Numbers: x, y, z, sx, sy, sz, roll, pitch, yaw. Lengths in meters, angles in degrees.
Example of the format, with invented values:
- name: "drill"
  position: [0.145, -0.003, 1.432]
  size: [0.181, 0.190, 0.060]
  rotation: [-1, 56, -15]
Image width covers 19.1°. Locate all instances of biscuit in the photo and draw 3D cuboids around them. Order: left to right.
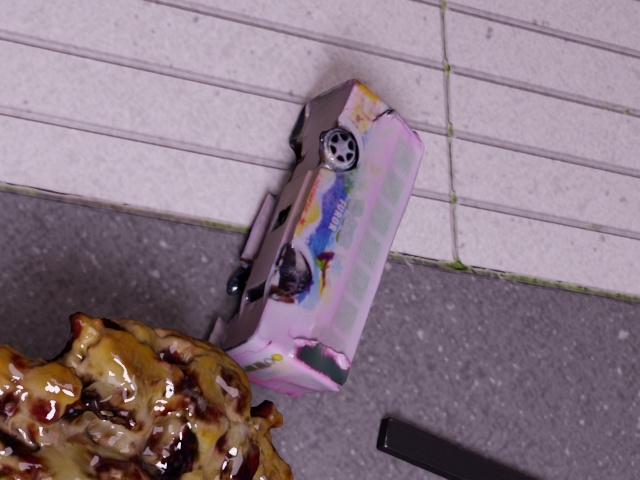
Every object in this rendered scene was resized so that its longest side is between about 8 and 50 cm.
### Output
- name: "biscuit"
  position: [-0.144, 0.201, 1.381]
  size: [0.334, 0.081, 0.289]
  rotation: [28, 79, -37]

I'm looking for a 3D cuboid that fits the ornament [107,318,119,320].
- name: "ornament"
  position: [-0.181, 0.137, 1.453]
  size: [0.081, 0.074, 0.156]
  rotation: [53, 51, -33]

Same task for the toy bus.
- name: "toy bus"
  position: [0.000, 0.000, 1.612]
  size: [0.112, 0.090, 0.274]
  rotation: [35, 58, -24]

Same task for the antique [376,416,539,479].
- name: "antique"
  position: [0.132, 0.201, 1.667]
  size: [0.192, 0.015, 0.031]
  rotation: [26, 59, -23]
